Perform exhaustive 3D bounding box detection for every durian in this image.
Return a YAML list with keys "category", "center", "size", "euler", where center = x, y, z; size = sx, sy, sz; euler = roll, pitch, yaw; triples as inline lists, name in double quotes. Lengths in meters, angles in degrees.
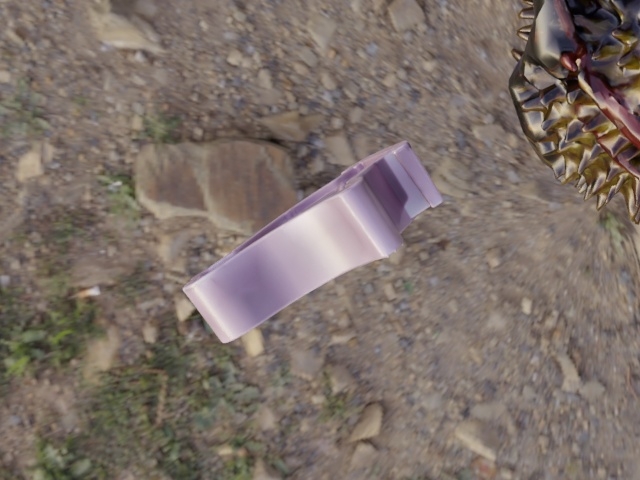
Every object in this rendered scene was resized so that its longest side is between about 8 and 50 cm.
- category: "durian"
  center: [0.274, -0.179, 0.823]
  size: [0.347, 0.384, 0.348]
  euler: [1, 86, -17]

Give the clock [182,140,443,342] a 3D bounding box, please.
- category: "clock"
  center: [0.000, 0.000, 1.286]
  size: [0.275, 0.290, 0.080]
  euler: [-36, 95, -16]
